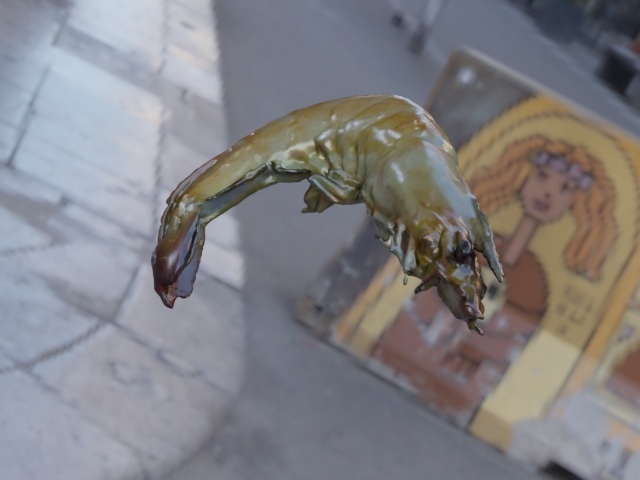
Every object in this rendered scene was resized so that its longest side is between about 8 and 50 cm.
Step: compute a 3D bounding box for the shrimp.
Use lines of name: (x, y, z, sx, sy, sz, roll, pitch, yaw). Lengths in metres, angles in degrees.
shrimp: (0.000, 0.000, 0.418, 0.114, 0.083, 0.023, -122, -171, -56)
